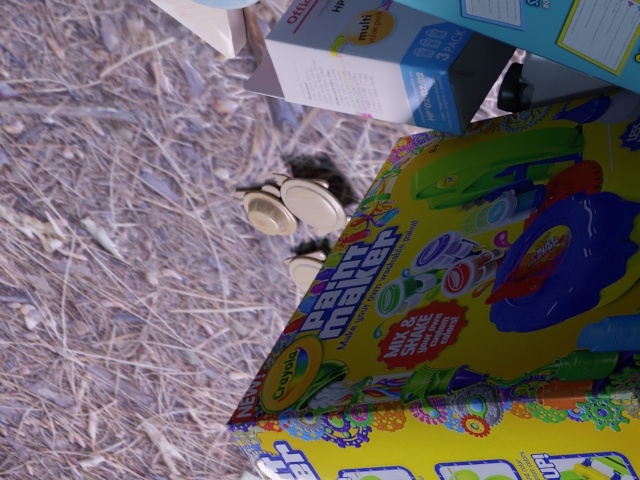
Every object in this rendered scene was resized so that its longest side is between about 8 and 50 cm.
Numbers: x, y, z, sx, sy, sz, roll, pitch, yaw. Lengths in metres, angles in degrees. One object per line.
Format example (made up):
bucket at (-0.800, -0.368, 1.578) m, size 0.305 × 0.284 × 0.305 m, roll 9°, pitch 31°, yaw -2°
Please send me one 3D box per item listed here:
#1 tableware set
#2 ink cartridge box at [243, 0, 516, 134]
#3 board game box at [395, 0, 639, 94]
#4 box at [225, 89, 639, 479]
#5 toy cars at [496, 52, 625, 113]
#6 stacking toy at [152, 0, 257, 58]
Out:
tableware set at (0.000, 0.000, 1.468) m, size 0.141 × 0.020 × 0.168 m, roll -8°, pitch 131°, yaw 49°
ink cartridge box at (0.036, -0.144, 1.160) m, size 0.181 × 0.104 × 0.061 m, roll 13°, pitch 142°, yaw 29°
board game box at (0.155, -0.206, 0.904) m, size 0.336 × 0.079 × 0.253 m, roll 23°, pitch 146°, yaw 15°
box at (0.146, 0.065, 1.033) m, size 0.279 × 0.290 × 0.177 m, roll -11°, pitch 124°, yaw 37°
toy cars at (0.228, 0.003, 1.212) m, size 0.176 × 0.087 × 0.393 m, roll -12°, pitch 123°, yaw 38°
stacking toy at (-0.161, -0.235, 1.192) m, size 0.309 × 0.130 × 0.279 m, roll 31°, pitch 148°, yaw 4°
